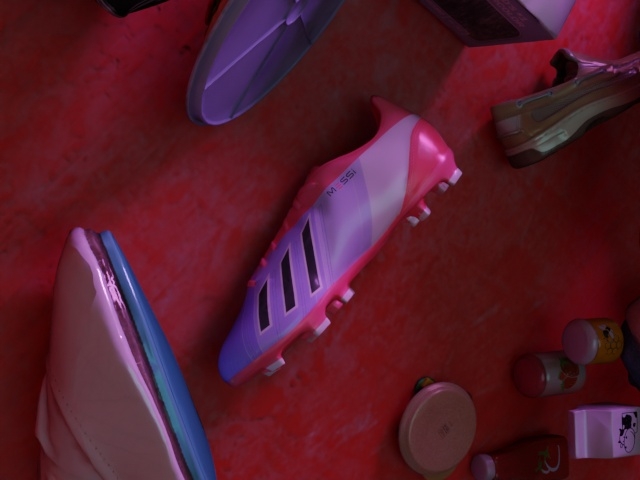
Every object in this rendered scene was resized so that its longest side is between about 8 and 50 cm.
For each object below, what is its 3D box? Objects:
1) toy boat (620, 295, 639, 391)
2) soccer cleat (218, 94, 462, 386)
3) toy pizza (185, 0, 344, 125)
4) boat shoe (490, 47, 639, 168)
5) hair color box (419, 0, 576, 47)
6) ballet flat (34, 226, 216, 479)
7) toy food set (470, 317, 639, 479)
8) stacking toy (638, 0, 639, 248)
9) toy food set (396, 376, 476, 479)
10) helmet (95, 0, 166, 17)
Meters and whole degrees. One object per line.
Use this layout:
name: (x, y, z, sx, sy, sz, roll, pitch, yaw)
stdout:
toy boat: (0.400, 0.157, 0.906, 0.318, 0.267, 0.148, 1, 134, -51)
soccer cleat: (0.000, 0.000, 0.742, 0.095, 0.083, 0.248, 43, 79, 3)
toy pizza: (-0.026, -0.159, 0.646, 0.032, 0.201, 0.201, 39, 74, 6)
boat shoe: (0.226, -0.134, 0.856, 0.190, 0.068, 0.072, -31, 95, -25)
hair color box: (0.171, -0.357, 0.764, 0.185, 0.113, 0.374, 35, 78, -28)
ballet flat: (-0.112, 0.188, 0.673, 0.139, 0.139, 0.400, -33, 112, -23)
toy food set: (0.196, 0.183, 0.848, 0.104, 0.111, 0.232, -1, 90, -29)
stacking toy: (0.309, -0.118, 0.791, 0.141, 0.141, 0.330, -6, 105, -29)
toy food set: (0.099, 0.158, 0.841, 0.083, 0.020, 0.083, 39, 77, -27)
helmet: (-0.096, -0.228, 0.588, 0.161, 0.169, 0.169, -38, 115, 4)
